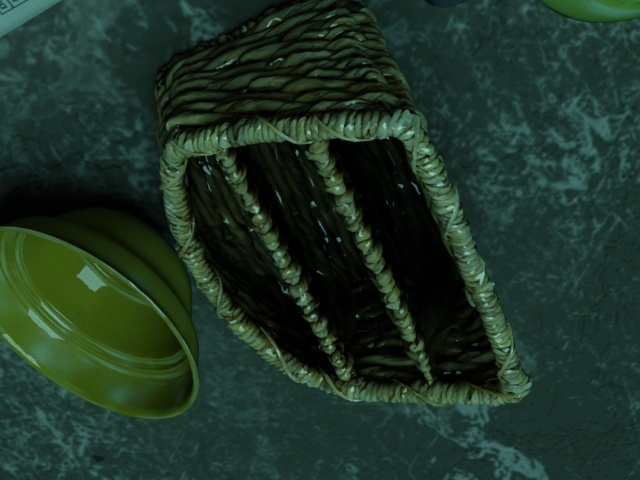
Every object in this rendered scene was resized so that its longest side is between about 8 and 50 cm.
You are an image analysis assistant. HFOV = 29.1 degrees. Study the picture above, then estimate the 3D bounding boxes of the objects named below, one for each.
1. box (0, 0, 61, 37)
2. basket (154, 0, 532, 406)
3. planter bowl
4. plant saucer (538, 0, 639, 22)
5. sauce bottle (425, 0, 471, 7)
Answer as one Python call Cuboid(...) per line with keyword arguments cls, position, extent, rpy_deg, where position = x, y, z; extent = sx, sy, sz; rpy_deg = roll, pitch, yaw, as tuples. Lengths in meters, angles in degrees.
Cuboid(cls="box", position=(-0.154, -0.260, 0.772), extent=(0.232, 0.127, 0.149), rpy_deg=(-28, 128, 7))
Cuboid(cls="basket", position=(0.000, 0.000, 0.945), extent=(0.213, 0.223, 0.299), rpy_deg=(-23, 129, 3))
Cuboid(cls="planter bowl", position=(-0.172, 0.039, 0.989), extent=(0.217, 0.090, 0.217), rpy_deg=(20, 143, 16))
Cuboid(cls="plant saucer", position=(0.249, -0.264, 0.907), extent=(0.241, 0.037, 0.241), rpy_deg=(-12, 129, -16))
Cuboid(cls="sauce bottle", position=(0.025, -0.296, 0.766), extent=(0.111, 0.111, 0.344), rpy_deg=(-31, 129, 9))
